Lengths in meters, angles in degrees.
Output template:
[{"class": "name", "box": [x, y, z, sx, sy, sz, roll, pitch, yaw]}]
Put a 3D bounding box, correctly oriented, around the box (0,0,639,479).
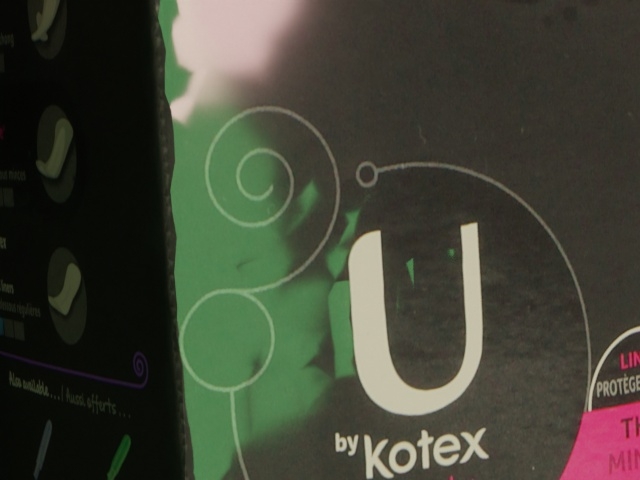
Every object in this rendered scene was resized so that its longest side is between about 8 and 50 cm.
[{"class": "box", "box": [0.000, 0.000, 0.534, 0.165, 0.143, 0.270, -7, 95, -30]}]
